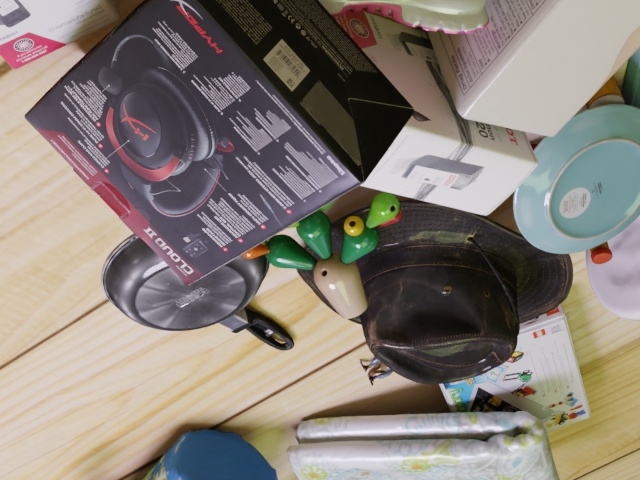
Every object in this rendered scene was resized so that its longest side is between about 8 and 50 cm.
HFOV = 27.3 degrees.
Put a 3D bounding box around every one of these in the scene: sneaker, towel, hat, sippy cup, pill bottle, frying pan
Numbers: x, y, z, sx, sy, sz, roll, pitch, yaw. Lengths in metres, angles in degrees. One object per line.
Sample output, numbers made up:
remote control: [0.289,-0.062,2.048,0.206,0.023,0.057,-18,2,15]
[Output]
sneaker: [0.027,-0.250,1.136,0.252,0.103,0.111,5,108,-8]
towel: [0.164,0.356,1.960,0.375,0.090,0.320,-4,149,15]
hat: [0.130,0.090,1.538,0.331,0.134,0.331,3,151,2]
sippy cup: [-0.175,0.394,1.864,0.305,0.240,0.224,-35,159,-55]
pill bottle: [0.501,0.025,1.634,0.319,0.176,0.176,8,139,-30]
frying pan: [-0.145,0.083,1.577,0.197,0.053,0.326,-14,143,-1]

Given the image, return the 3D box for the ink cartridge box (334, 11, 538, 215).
ink cartridge box: [0.085,-0.125,1.271,0.218,0.158,0.092,13,136,-36]

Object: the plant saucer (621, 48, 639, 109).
plant saucer: [0.366,-0.162,1.457,0.067,0.018,0.192,-12,145,-6]

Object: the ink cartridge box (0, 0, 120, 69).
ink cartridge box: [-0.250,-0.224,1.081,0.109,0.063,0.150,-23,145,11]

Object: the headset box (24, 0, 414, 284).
headset box: [-0.101,-0.103,1.134,0.218,0.110,0.293,47,138,-12]

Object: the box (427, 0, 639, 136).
box: [0.234,-0.248,1.172,0.121,0.148,0.311,9,140,-32]

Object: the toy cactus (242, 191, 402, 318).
toy cactus: [0.000,0.000,1.431,0.219,0.112,0.180,-15,118,21]

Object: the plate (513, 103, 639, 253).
plate: [0.296,-0.059,1.424,0.188,0.024,0.188,-13,128,-17]

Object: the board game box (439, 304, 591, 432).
board game box: [0.272,0.198,1.881,0.193,0.053,0.305,-20,143,5]

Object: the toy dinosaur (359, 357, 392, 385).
toy dinosaur: [0.096,0.160,1.803,0.082,0.047,0.090,-27,178,1]

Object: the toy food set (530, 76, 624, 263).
toy food set: [0.289,-0.070,1.470,0.111,0.104,0.232,-8,147,-6]
